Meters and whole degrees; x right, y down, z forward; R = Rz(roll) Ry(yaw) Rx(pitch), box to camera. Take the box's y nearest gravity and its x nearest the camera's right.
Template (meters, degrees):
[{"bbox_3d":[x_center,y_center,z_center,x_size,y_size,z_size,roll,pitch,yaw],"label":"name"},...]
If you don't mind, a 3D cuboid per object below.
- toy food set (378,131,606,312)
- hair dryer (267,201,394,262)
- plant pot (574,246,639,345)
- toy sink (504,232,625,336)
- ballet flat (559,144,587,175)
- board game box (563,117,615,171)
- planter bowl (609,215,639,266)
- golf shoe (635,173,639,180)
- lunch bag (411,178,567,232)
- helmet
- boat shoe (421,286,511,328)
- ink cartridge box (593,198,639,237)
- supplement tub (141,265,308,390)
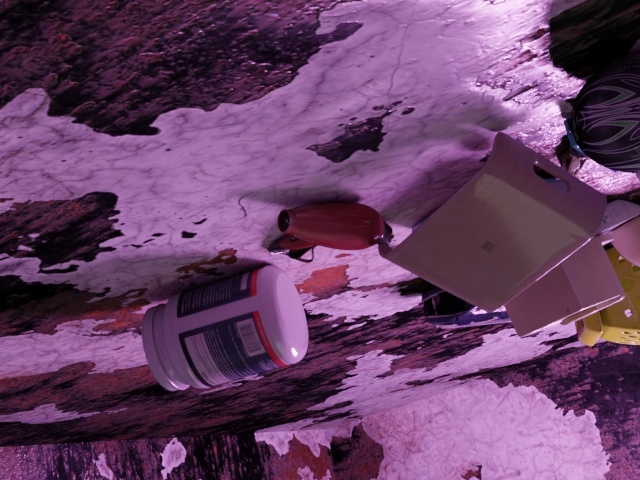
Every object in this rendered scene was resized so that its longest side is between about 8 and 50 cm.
[{"bbox_3d":[0.268,-0.021,1.658,0.220,0.092,0.306,28,132,-20],"label":"toy food set"},{"bbox_3d":[0.000,0.000,1.732,0.224,0.080,0.293,-15,163,10],"label":"hair dryer"},{"bbox_3d":[0.697,0.130,2.431,0.207,0.228,0.227,-8,164,5],"label":"plant pot"},{"bbox_3d":[0.472,0.087,1.979,0.234,0.131,0.153,-12,165,-48],"label":"toy sink"},{"bbox_3d":[0.409,-0.126,1.686,0.041,0.041,0.114,-12,163,-2],"label":"ballet flat"},{"bbox_3d":[0.486,-0.170,1.589,0.160,0.047,0.210,-22,160,30],"label":"board game box"},{"bbox_3d":[0.677,-0.001,2.103,0.162,0.109,0.162,-26,170,-5],"label":"planter bowl"},{"bbox_3d":[0.597,-0.150,1.734,0.086,0.067,0.186,35,145,-25],"label":"golf shoe"},{"bbox_3d":[0.301,-0.016,1.849,0.224,0.107,0.279,-3,160,-31],"label":"lunch bag"},{"bbox_3d":[0.421,-0.165,1.364,0.169,0.169,0.161,-10,180,-10],"label":"helmet"},{"bbox_3d":[0.390,0.132,2.354,0.341,0.127,0.158,-17,170,16],"label":"boat shoe"},{"bbox_3d":[0.577,-0.039,2.115,0.225,0.056,0.181,-23,170,-31],"label":"ink cartridge box"},{"bbox_3d":[-0.177,0.169,1.957,0.272,0.191,0.191,-17,163,14],"label":"supplement tub"}]
